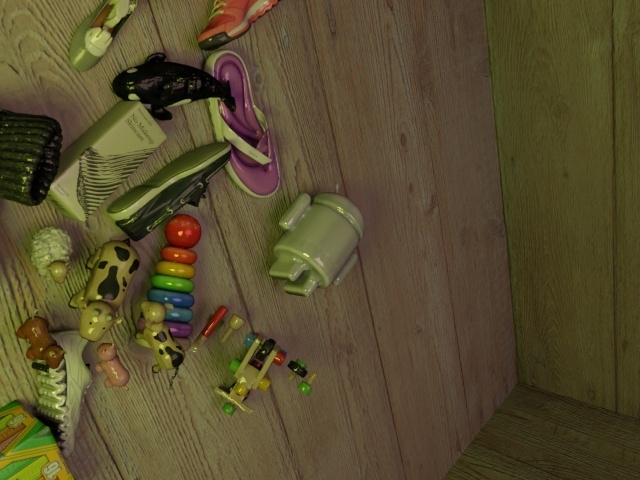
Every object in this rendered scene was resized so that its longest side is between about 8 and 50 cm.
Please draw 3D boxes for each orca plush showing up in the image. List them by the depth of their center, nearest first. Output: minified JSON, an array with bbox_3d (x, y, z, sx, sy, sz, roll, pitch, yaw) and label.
[{"bbox_3d":[-0.319,-0.345,1.360,0.287,0.102,0.151,12,92,-34],"label":"orca plush"}]

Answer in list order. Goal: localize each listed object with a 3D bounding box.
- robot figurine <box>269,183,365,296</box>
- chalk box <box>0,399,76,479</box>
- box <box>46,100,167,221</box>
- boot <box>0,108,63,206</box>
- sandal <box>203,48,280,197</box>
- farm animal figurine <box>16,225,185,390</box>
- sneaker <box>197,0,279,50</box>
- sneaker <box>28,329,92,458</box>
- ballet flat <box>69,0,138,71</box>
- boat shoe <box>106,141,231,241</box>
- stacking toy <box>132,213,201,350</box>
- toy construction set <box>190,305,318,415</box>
[{"bbox_3d":[0.000,0.000,1.745,0.300,0.200,0.353,51,61,-32],"label":"robot figurine"},{"bbox_3d":[-0.665,0.488,1.153,0.289,0.179,0.180,-34,121,-38],"label":"chalk box"},{"bbox_3d":[-0.473,-0.176,1.282,0.275,0.094,0.113,-54,132,-24],"label":"box"},{"bbox_3d":[-0.622,-0.084,1.025,0.260,0.131,0.347,17,84,-12],"label":"boot"},{"bbox_3d":[-0.193,-0.289,1.552,0.169,0.102,0.416,-42,126,-33],"label":"sandal"},{"bbox_3d":[-0.434,0.141,1.232,0.331,0.172,0.326,11,68,-35],"label":"farm animal figurine"},{"bbox_3d":[-0.224,-0.589,1.473,0.136,0.116,0.313,54,53,-27],"label":"sneaker"},{"bbox_3d":[-0.556,0.336,1.300,0.118,0.110,0.291,-14,108,-54],"label":"sneaker"},{"bbox_3d":[-0.460,-0.454,1.258,0.072,0.068,0.213,40,69,-43],"label":"ballet flat"},{"bbox_3d":[-0.337,-0.116,1.416,0.340,0.127,0.113,-43,126,-30],"label":"boat shoe"},{"bbox_3d":[-0.355,0.098,1.445,0.141,0.141,0.330,18,81,-47],"label":"stacking toy"},{"bbox_3d":[-0.223,0.350,1.594,0.309,0.257,0.237,40,80,-22],"label":"toy construction set"}]
